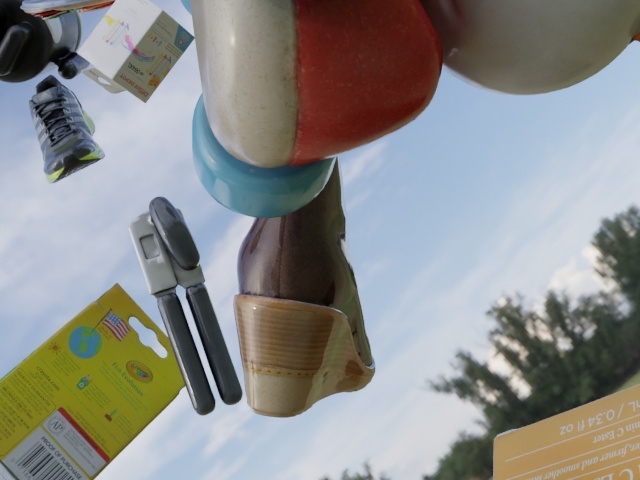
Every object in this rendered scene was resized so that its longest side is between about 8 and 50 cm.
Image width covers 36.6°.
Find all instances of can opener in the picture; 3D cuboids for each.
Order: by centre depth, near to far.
[{"bbox_3d":[-0.175,0.082,1.250,0.076,0.283,0.095,-19,-10,-12],"label":"can opener"}]

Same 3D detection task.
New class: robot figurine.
[{"bbox_3d":[-0.552,-0.386,1.799,0.173,0.209,0.278,-14,18,13],"label":"robot figurine"}]

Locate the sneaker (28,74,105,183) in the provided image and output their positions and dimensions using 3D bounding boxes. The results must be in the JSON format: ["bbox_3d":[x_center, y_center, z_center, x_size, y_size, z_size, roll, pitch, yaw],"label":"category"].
[{"bbox_3d":[-0.450,-0.192,1.658,0.111,0.300,0.121,-29,-59,-6],"label":"sneaker"}]

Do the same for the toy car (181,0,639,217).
[{"bbox_3d":[0.057,-0.139,0.426,0.238,0.210,0.219,-5,-23,-9],"label":"toy car"}]

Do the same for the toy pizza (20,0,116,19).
[{"bbox_3d":[-0.363,-0.374,1.505,0.201,0.201,0.032,-27,-63,-37],"label":"toy pizza"}]

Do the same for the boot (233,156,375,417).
[{"bbox_3d":[0.000,0.000,0.670,0.248,0.090,0.207,-10,-75,-83],"label":"boot"}]

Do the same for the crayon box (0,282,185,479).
[{"bbox_3d":[-0.361,0.239,1.464,0.318,0.202,0.081,-43,3,-35],"label":"crayon box"}]

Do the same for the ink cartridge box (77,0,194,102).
[{"bbox_3d":[-0.276,-0.279,1.423,0.143,0.090,0.092,-54,-29,2],"label":"ink cartridge box"}]

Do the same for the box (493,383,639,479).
[{"bbox_3d":[0.250,0.288,0.659,0.168,0.345,0.215,31,-44,-27],"label":"box"}]
